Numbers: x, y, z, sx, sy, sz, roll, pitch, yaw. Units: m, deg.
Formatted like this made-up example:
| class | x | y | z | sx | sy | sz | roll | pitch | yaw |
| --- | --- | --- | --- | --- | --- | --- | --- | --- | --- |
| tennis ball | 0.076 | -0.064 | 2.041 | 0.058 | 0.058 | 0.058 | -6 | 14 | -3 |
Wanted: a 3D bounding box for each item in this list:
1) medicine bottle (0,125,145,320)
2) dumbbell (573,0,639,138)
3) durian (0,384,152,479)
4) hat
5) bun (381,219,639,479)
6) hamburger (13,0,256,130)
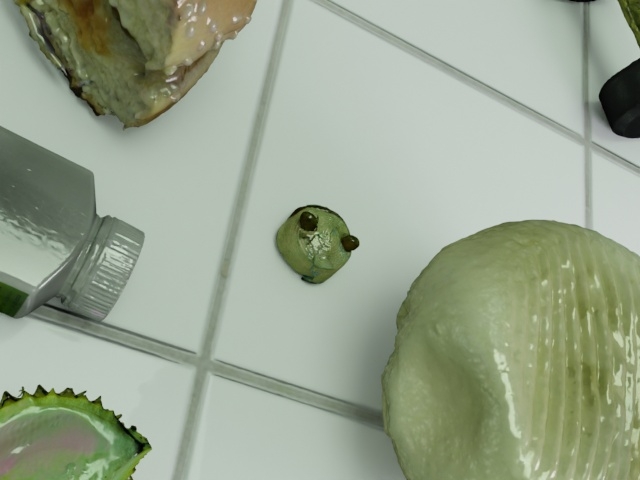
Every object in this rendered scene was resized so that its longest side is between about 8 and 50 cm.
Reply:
| class | x | y | z | sx | sy | sz | roll | pitch | yaw |
| --- | --- | --- | --- | --- | --- | --- | --- | --- | --- |
| medicine bottle | -0.252 | -0.009 | 0.687 | 0.188 | 0.088 | 0.132 | 28 | 57 | -19 |
| dumbbell | 0.481 | -0.336 | 1.212 | 0.203 | 0.203 | 0.323 | -6 | 73 | -33 |
| durian | -0.241 | 0.203 | 0.599 | 0.137 | 0.095 | 0.221 | 41 | 57 | 3 |
| hat | 0.000 | 0.000 | 0.860 | 0.077 | 0.059 | 0.076 | 46 | 58 | -12 |
| bun | 0.216 | 0.165 | 0.812 | 0.352 | 0.227 | 0.349 | 25 | 58 | -17 |
| hamburger | -0.178 | -0.367 | 0.792 | 0.287 | 0.268 | 0.445 | -31 | 86 | -41 |
